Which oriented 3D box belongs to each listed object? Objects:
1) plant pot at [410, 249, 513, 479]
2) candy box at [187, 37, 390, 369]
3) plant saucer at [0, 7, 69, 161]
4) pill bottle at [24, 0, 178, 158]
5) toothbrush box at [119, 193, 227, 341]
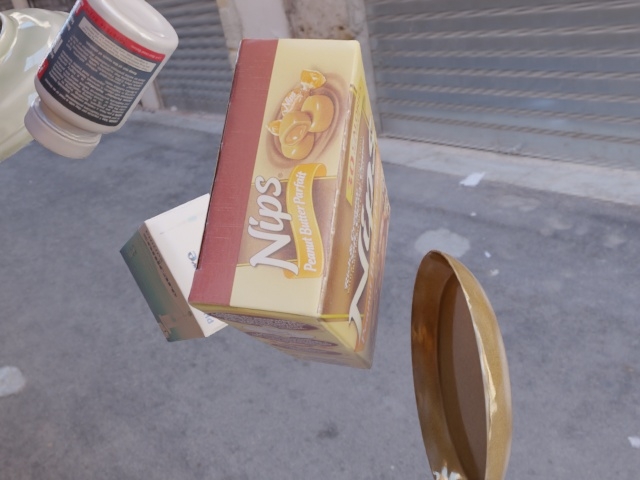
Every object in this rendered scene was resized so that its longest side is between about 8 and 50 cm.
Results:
[{"bbox_3d":[0.123,0.125,0.548,0.033,0.236,0.236,-4,25,-4],"label":"plant pot"},{"bbox_3d":[0.000,0.000,0.512,0.088,0.182,0.316,5,-16,11],"label":"candy box"},{"bbox_3d":[-0.579,-0.276,1.011,0.401,0.100,0.400,-10,54,15],"label":"plant saucer"},{"bbox_3d":[-0.250,-0.183,0.673,0.180,0.108,0.108,-47,15,22],"label":"pill bottle"},{"bbox_3d":[-0.248,0.063,1.118,0.126,0.216,0.295,-28,2,-27],"label":"toothbrush box"}]
